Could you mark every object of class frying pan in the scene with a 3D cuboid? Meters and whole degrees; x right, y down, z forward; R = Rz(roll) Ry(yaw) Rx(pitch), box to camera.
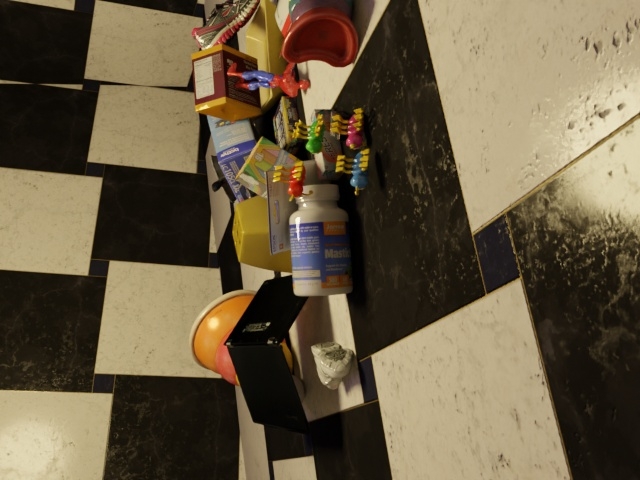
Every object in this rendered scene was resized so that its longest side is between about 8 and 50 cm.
[{"bbox_3d":[-0.362,-0.242,2.377,0.326,0.053,0.197,54,-168,-80],"label":"frying pan"}]

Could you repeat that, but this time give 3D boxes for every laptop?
[{"bbox_3d":[-0.107,0.330,1.980,0.382,0.236,0.408,-15,39,58],"label":"laptop"}]

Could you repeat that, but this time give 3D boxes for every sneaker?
[{"bbox_3d":[-0.297,-0.747,2.151,0.299,0.112,0.121,-50,10,-7],"label":"sneaker"},{"bbox_3d":[0.038,0.339,1.712,0.232,0.090,0.115,-166,67,-81],"label":"sneaker"}]

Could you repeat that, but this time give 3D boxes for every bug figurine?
[{"bbox_3d":[0.023,-0.197,1.521,0.279,0.072,0.216,-3,70,40],"label":"bug figurine"}]

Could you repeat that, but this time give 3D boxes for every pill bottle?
[{"bbox_3d":[0.000,0.000,1.637,0.152,0.152,0.271,173,93,-73],"label":"pill bottle"}]

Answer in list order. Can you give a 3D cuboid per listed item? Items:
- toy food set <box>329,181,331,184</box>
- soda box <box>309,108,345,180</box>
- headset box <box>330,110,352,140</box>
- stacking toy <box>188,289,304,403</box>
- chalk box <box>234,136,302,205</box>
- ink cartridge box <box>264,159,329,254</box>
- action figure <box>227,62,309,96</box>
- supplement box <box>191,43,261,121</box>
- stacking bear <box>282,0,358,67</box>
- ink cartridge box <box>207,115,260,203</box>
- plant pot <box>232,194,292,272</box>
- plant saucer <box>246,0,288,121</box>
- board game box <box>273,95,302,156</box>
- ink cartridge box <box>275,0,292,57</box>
[{"bbox_3d":[-0.020,-0.150,1.861,0.192,0.039,0.132,-134,44,-65],"label":"toy food set"},{"bbox_3d":[0.016,-0.249,1.699,0.063,0.058,0.183,126,137,-64],"label":"soda box"},{"bbox_3d":[0.049,-0.286,1.629,0.083,0.032,0.062,-131,41,-61],"label":"headset box"},{"bbox_3d":[-0.215,0.426,2.256,0.480,0.351,0.350,42,135,45],"label":"stacking toy"},{"bbox_3d":[-0.130,-0.195,1.996,0.132,0.213,0.132,-63,13,-16],"label":"chalk box"},{"bbox_3d":[-0.066,-0.091,1.708,0.045,0.224,0.223,12,110,43],"label":"ink cartridge box"},{"bbox_3d":[-0.134,-0.514,1.985,0.280,0.139,0.091,20,157,32],"label":"action figure"},{"bbox_3d":[-0.305,-0.511,2.136,0.129,0.191,0.194,-8,85,31],"label":"supplement box"},{"bbox_3d":[-0.003,-0.580,1.556,0.164,0.176,0.289,113,157,-58],"label":"stacking bear"},{"bbox_3d":[-0.272,-0.291,2.318,0.270,0.151,0.395,68,180,-48],"label":"ink cartridge box"},{"bbox_3d":[-0.186,-0.030,2.170,0.212,0.187,0.212,104,156,-44],"label":"plant pot"},{"bbox_3d":[-0.178,-0.603,2.223,0.333,0.081,0.332,167,100,-73],"label":"plant saucer"},{"bbox_3d":[-0.106,-0.352,2.089,0.141,0.048,0.170,127,137,-61],"label":"board game box"},{"bbox_3d":[-0.098,-0.675,1.894,0.181,0.056,0.224,136,148,-67],"label":"ink cartridge box"}]
